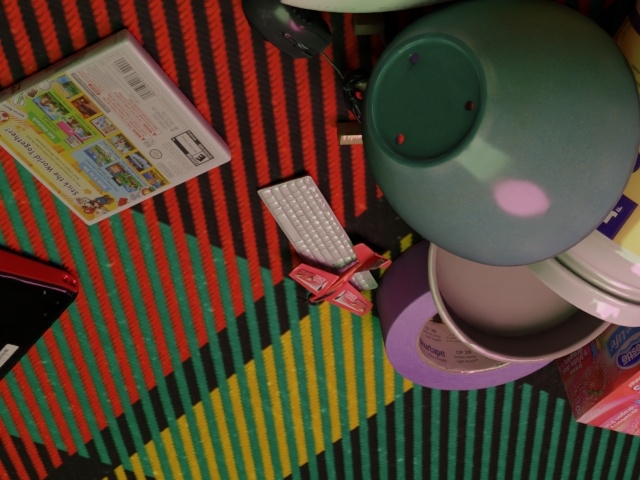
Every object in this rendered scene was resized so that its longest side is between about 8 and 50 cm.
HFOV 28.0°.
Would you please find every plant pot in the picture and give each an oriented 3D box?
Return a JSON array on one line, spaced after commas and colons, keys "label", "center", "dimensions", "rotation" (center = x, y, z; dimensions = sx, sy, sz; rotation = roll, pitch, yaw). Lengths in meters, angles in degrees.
[{"label": "plant pot", "center": [0.153, -0.125, 1.309], "dimensions": [0.290, 0.290, 0.195], "rotation": [-34, 157, 26]}]

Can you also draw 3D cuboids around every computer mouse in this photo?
[{"label": "computer mouse", "center": [-0.001, -0.194, 1.400], "dimensions": [0.071, 0.041, 0.242], "rotation": [-26, 129, 30]}]

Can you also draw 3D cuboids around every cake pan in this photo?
[{"label": "cake pan", "center": [0.266, 0.010, 1.621], "dimensions": [0.293, 0.054, 0.293], "rotation": [-4, 108, -14]}]

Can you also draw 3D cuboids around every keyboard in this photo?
[{"label": "keyboard", "center": [0.000, 0.000, 1.681], "dimensions": [0.072, 0.014, 0.256], "rotation": [-20, 139, 11]}]

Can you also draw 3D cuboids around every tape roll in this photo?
[{"label": "tape roll", "center": [0.218, 0.096, 1.782], "dimensions": [0.274, 0.090, 0.275], "rotation": [-6, 141, -5]}]

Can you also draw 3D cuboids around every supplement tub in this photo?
[{"label": "supplement tub", "center": [0.379, -0.093, 1.430], "dimensions": [0.241, 0.241, 0.331], "rotation": [15, 121, -27]}]

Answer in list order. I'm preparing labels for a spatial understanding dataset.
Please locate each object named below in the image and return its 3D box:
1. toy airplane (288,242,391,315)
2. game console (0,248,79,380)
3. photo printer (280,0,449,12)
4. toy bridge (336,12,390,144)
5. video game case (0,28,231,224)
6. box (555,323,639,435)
[{"label": "toy airplane", "center": [0.031, 0.049, 1.714], "dimensions": [0.151, 0.028, 0.151], "rotation": [-3, 143, -2]}, {"label": "game console", "center": [-0.552, 0.113, 1.676], "dimensions": [0.342, 0.060, 0.386], "rotation": [18, 133, -36]}, {"label": "photo printer", "center": [0.068, -0.348, 1.209], "dimensions": [0.256, 0.107, 0.308], "rotation": [-6, 140, -6]}, {"label": "toy bridge", "center": [0.058, -0.182, 1.467], "dimensions": [0.063, 0.026, 0.188], "rotation": [-3, 139, -9]}, {"label": "video game case", "center": [-0.246, -0.123, 1.475], "dimensions": [0.206, 0.026, 0.227], "rotation": [-24, 139, 15]}, {"label": "box", "center": [0.497, 0.142, 1.854], "dimensions": [0.154, 0.142, 0.300], "rotation": [17, 133, -30]}]
